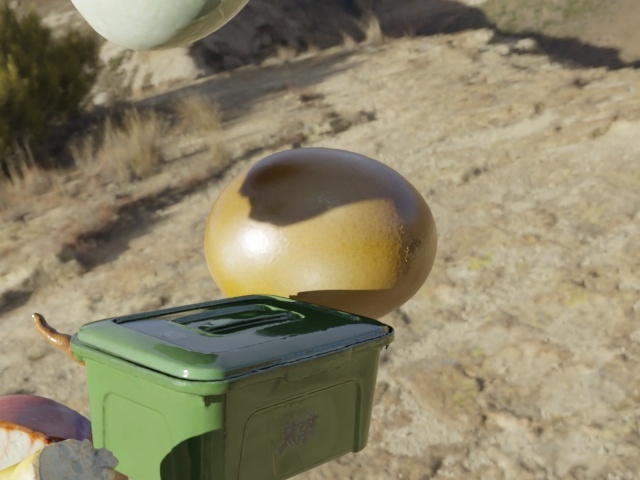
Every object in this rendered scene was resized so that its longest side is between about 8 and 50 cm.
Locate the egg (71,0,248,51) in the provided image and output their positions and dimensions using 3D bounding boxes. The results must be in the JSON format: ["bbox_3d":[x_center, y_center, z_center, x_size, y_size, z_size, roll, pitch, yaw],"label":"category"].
[{"bbox_3d":[-0.213,-0.449,1.346,0.336,0.278,0.278,-32,9,27],"label":"egg"}]

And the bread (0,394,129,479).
[{"bbox_3d":[-0.453,0.397,1.393,0.295,0.327,0.114,-37,12,15],"label":"bread"}]

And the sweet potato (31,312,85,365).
[{"bbox_3d":[-0.451,0.191,1.626,0.044,0.179,0.044,-53,12,16],"label":"sweet potato"}]

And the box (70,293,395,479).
[{"bbox_3d":[-0.099,0.173,1.040,0.253,0.177,0.329,12,12,41],"label":"box"}]

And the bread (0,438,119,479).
[{"bbox_3d":[-0.243,0.257,0.769,0.173,0.134,0.085,-30,-20,29],"label":"bread"}]

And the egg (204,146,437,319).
[{"bbox_3d":[0.000,0.000,1.357,0.352,0.282,0.282,4,20,3],"label":"egg"}]
